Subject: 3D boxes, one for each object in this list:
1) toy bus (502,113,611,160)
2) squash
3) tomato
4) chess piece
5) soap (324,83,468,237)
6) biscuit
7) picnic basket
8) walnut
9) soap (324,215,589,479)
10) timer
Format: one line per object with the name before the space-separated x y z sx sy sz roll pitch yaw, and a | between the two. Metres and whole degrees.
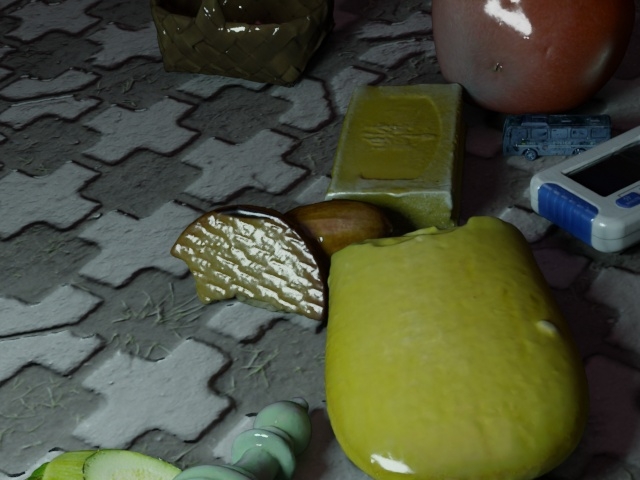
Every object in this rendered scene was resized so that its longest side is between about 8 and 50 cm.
toy bus | 0.363 -0.162 1.891 0.165 0.065 0.047 0 38 8
squash | -0.260 0.276 1.401 0.200 0.075 0.090 7 64 20
tomato | 0.320 -0.358 1.952 0.341 0.341 0.273 23 59 35
chess piece | -0.069 0.256 1.377 0.139 0.139 0.272 8 27 19
soap | 0.121 -0.126 1.867 0.199 0.091 0.315 2 38 10
biscuit | -0.086 0.042 1.665 0.228 0.176 0.031 46 21 11
picnic basket | -0.142 -0.462 2.174 0.337 0.337 0.293 8 39 20
walnut | 0.000 0.000 1.709 0.207 0.116 0.116 -13 36 6
soap | 0.157 0.140 1.481 0.306 0.115 0.427 -2 37 0
timer | 0.441 -0.072 1.748 0.253 0.078 0.178 -24 37 -23
